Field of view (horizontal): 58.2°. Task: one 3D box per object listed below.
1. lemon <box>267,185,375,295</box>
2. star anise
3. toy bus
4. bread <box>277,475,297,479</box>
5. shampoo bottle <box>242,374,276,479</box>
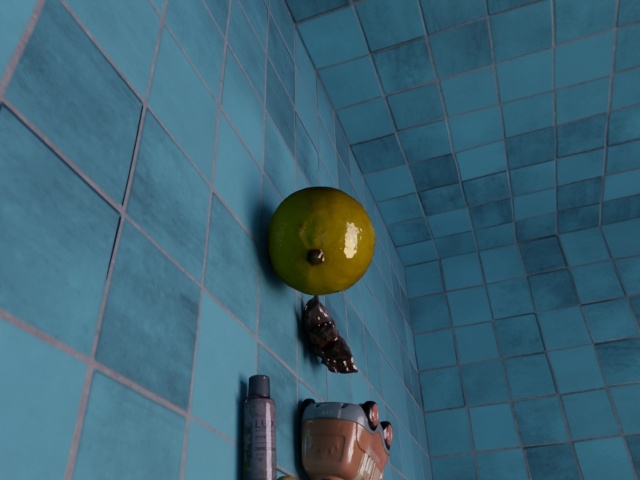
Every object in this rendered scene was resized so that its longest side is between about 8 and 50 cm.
[{"bbox_3d":[0.000,0.000,1.471,0.297,0.297,0.297,-13,90,-75],"label":"lemon"},{"bbox_3d":[0.012,0.278,1.611,0.236,0.108,0.223,61,-6,-5],"label":"star anise"},{"bbox_3d":[0.060,0.530,1.427,0.288,0.194,0.232,63,29,-44],"label":"toy bus"},{"bbox_3d":[-0.070,0.553,1.116,0.119,0.084,0.177,49,31,-58],"label":"bread"},{"bbox_3d":[-0.119,0.372,1.120,0.072,0.072,0.214,54,27,-56],"label":"shampoo bottle"}]
